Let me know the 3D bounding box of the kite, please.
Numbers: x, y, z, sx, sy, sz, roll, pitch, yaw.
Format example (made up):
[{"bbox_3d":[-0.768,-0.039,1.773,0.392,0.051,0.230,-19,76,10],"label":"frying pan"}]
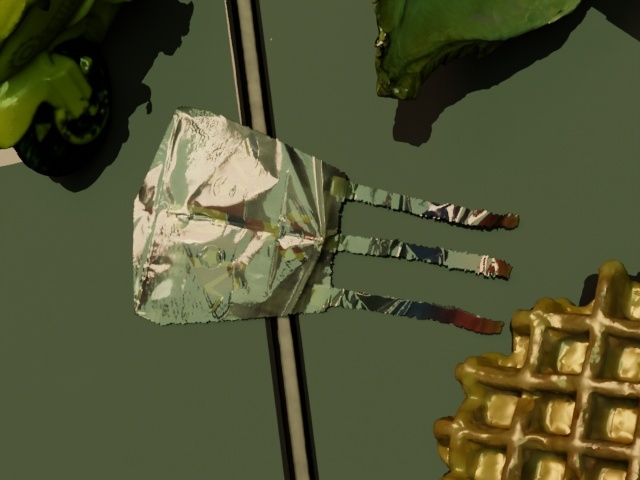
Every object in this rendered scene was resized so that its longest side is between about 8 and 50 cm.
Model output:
[{"bbox_3d":[0.000,0.000,1.076,0.245,0.015,0.141,10,88,6],"label":"kite"}]

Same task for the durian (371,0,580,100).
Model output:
[{"bbox_3d":[0.142,-0.249,0.997,0.163,0.198,0.394,32,90,6],"label":"durian"}]

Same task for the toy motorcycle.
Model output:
[{"bbox_3d":[-0.164,-0.219,1.024,0.142,0.206,0.342,12,84,23],"label":"toy motorcycle"}]

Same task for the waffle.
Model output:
[{"bbox_3d":[0.190,0.137,0.982,0.249,0.056,0.253,-28,67,17],"label":"waffle"}]
